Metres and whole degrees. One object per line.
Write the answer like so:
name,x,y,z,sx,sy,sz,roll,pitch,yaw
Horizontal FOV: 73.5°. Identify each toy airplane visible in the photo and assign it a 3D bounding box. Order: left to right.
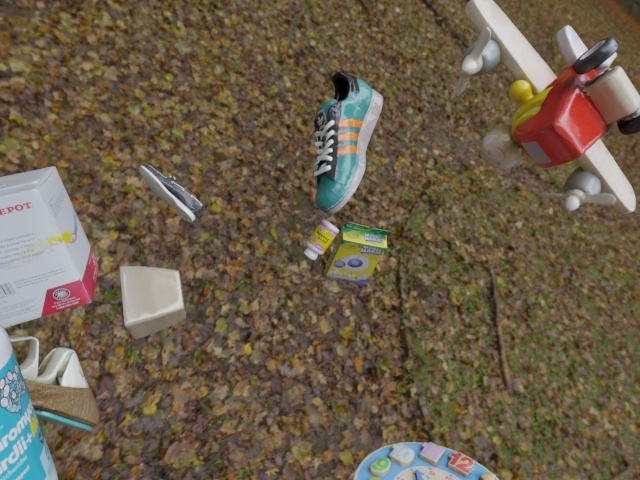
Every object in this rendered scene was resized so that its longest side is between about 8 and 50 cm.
toy airplane,0.430,-0.244,0.809,0.384,0.272,0.386,14,52,-39

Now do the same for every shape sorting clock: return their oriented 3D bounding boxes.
shape sorting clock,0.142,0.319,0.527,0.206,0.206,0.040,-1,103,-36

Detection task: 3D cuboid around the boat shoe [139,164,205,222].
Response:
boat shoe,-0.253,-0.086,0.731,0.125,0.046,0.038,43,61,-4

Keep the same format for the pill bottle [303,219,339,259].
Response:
pill bottle,0.000,0.000,0.909,0.043,0.083,0.043,34,7,-5

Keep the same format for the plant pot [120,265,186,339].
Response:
plant pot,-0.300,0.107,0.780,0.096,0.109,0.109,-8,67,-18

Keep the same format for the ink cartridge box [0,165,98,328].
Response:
ink cartridge box,-0.410,0.004,0.595,0.128,0.176,0.127,-16,28,-14

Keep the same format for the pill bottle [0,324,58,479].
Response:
pill bottle,-0.361,0.172,0.403,0.146,0.146,0.264,-24,118,-43

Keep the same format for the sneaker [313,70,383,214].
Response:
sneaker,0.029,-0.202,0.864,0.121,0.108,0.302,27,67,-27

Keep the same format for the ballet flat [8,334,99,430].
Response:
ballet flat,-0.468,0.220,0.680,0.342,0.116,0.124,52,44,-54

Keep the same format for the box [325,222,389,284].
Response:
box,0.082,0.031,0.983,0.105,0.179,0.043,11,48,-8
